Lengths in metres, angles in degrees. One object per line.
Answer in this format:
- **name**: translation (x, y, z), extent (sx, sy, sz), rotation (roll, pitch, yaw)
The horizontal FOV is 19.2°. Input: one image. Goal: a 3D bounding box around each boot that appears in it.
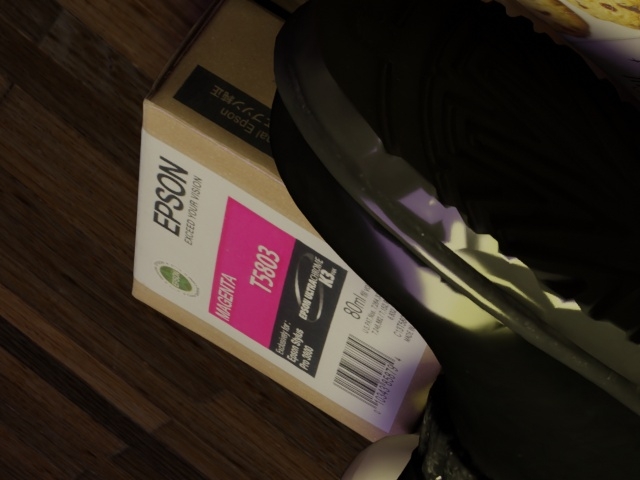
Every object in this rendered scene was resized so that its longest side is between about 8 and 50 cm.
- **boot**: translation (0.051, 0.080, 0.741), extent (0.348, 0.131, 0.260), rotation (40, 124, -21)

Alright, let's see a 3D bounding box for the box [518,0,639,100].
- **box**: translation (0.092, -0.108, 0.616), extent (0.067, 0.063, 0.324), rotation (13, 170, 38)

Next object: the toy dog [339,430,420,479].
- **toy dog**: translation (0.217, 0.240, 1.003), extent (0.408, 0.284, 0.395), rotation (14, 136, 29)

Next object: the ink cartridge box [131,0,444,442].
- **ink cartridge box**: translation (0.000, 0.000, 1.020), extent (0.193, 0.088, 0.235), rotation (30, 155, 8)
